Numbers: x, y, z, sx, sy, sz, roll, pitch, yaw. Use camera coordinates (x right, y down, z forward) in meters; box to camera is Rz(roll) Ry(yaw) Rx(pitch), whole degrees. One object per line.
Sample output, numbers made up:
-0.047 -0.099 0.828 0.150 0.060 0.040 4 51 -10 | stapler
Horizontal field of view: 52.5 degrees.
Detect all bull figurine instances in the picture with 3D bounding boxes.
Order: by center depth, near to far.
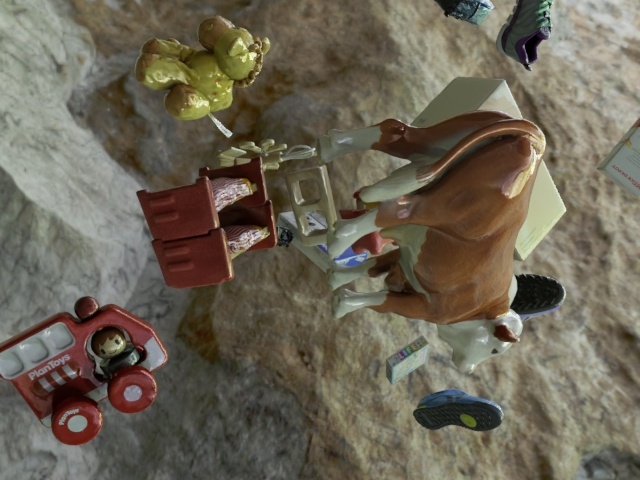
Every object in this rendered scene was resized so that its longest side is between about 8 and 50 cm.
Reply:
0.099 0.014 0.570 0.188 0.310 0.101 -6 -132 0 | bull figurine

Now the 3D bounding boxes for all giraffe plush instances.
-0.180 -0.299 1.099 0.210 0.170 0.181 36 -149 -26 | giraffe plush

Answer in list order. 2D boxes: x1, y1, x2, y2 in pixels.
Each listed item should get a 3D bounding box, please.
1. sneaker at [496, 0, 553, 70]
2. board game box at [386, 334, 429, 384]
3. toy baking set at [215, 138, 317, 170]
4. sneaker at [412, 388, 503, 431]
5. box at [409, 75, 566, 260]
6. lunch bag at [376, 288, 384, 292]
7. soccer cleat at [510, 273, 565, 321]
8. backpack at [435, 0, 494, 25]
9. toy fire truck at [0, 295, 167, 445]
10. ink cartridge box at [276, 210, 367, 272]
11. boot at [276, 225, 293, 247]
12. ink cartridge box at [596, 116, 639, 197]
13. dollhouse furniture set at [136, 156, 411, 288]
0.412 -0.433 1.207 0.083 0.223 0.098 -13 -131 -25 | sneaker
0.203 0.283 1.528 0.103 0.154 0.026 -31 -115 -10 | board game box
-0.119 -0.198 1.554 0.256 0.197 0.030 1 -98 -36 | toy baking set
0.261 0.302 1.199 0.082 0.209 0.069 -40 -81 -34 | sneaker
0.301 -0.125 1.157 0.148 0.311 0.121 -47 -147 -12 | box
0.163 0.147 1.577 0.083 0.071 0.053 2 -102 23 | lunch bag
0.427 0.161 1.511 0.116 0.318 0.108 46 -133 -28 | soccer cleat
0.292 -0.489 1.303 0.114 0.084 0.105 11 -141 -35 | backpack
-0.494 0.256 1.367 0.302 0.254 0.169 -29 -155 -11 | toy fire truck
0.000 0.000 1.443 0.097 0.046 0.207 -12 -141 -39 | ink cartridge box
-0.126 -0.021 1.410 0.121 0.099 0.045 28 -106 -39 | boot
0.833 -0.217 1.692 0.127 0.175 0.072 39 -172 2 | ink cartridge box
-0.043 -0.051 0.954 0.374 0.152 0.201 -9 -167 18 | dollhouse furniture set
